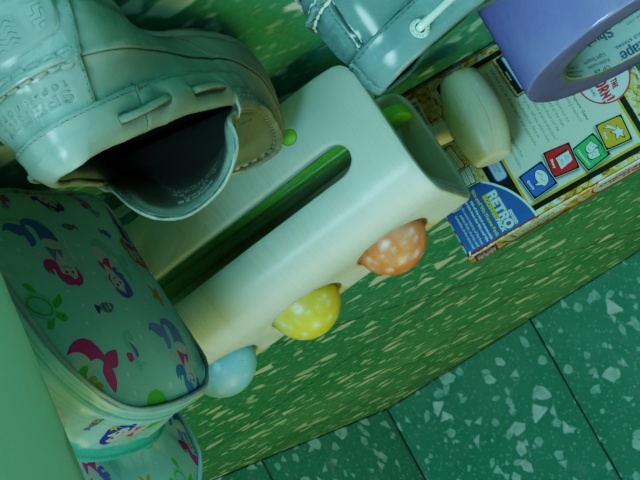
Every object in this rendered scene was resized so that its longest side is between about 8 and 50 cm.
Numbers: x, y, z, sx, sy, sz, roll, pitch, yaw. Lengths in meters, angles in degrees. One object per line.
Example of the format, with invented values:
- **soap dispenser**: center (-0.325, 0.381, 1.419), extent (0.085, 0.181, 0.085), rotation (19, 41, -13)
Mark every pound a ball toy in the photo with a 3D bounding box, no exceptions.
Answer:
- **pound a ball toy**: center (0.000, 0.000, 1.073), extent (0.319, 0.136, 0.208), rotation (-36, 164, 15)

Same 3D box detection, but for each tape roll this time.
- **tape roll**: center (0.214, -0.184, 1.056), extent (0.189, 0.080, 0.189), rotation (-27, 169, -6)

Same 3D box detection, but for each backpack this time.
- **backpack**: center (-0.185, 0.094, 0.891), extent (0.191, 0.254, 0.225), rotation (-33, 166, 21)

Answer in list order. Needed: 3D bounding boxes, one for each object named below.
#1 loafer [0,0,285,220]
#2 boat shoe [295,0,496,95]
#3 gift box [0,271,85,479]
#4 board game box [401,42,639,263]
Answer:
- **loafer**: center (-0.092, -0.060, 0.797), extent (0.112, 0.111, 0.319), rotation (-32, 167, 17)
- **boat shoe**: center (0.133, -0.174, 0.863), extent (0.319, 0.099, 0.116), rotation (-23, 167, -24)
- **gift box**: center (-0.266, 0.073, 0.599), extent (0.255, 0.258, 0.276), rotation (-32, 160, 14)
- **board game box**: center (0.170, -0.092, 1.177), extent (0.193, 0.147, 0.045), rotation (-29, 168, 6)
